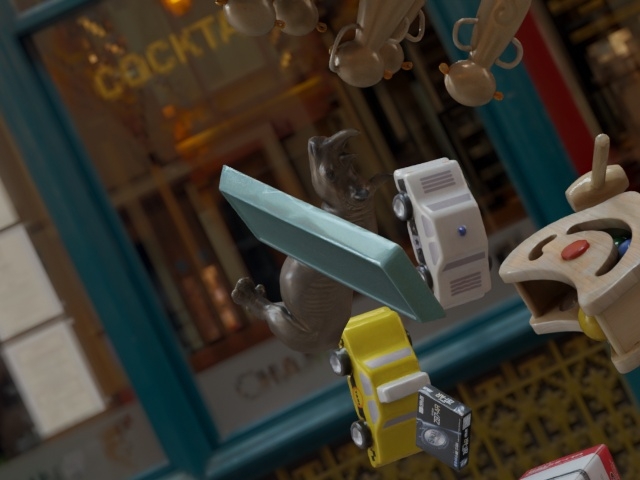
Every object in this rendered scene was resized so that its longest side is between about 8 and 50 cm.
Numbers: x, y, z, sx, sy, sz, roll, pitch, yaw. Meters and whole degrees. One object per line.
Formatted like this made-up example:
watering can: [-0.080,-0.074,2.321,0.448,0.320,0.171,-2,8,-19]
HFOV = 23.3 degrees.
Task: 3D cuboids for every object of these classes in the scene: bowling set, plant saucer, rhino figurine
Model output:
bowling set: [0.039,-0.218,1.462,0.154,0.287,0.200,-67,13,0]
plant saucer: [0.001,0.002,0.978,0.018,0.067,0.192,-48,38,-15]
rhino figurine: [0.000,0.000,1.390,0.073,0.106,0.243,-33,-31,-51]

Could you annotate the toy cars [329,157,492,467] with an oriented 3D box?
toy cars: [0.125,0.084,1.894,0.087,0.176,0.393,-9,57,65]

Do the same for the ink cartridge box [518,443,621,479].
ink cartridge box: [0.291,0.366,1.771,0.114,0.197,0.273,-23,-4,19]

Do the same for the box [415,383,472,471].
box: [0.140,0.213,1.761,0.067,0.083,0.018,29,43,35]

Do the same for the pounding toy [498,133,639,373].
pounding toy: [0.238,0.005,1.445,0.154,0.155,0.269,-31,17,9]
